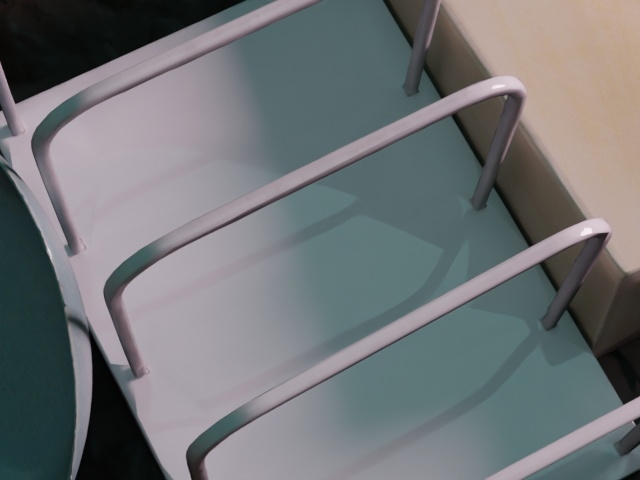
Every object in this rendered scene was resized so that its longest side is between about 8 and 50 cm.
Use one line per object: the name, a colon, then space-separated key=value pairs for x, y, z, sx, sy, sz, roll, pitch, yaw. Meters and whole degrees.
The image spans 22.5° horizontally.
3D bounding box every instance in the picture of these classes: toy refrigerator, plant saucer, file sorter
toy refrigerator: x=0.099 y=-0.090 z=0.750 sx=0.094 sy=0.102 sz=0.269 roll=-26 pitch=67 yaw=-11
plant saucer: x=-0.143 y=0.040 z=0.666 sx=0.037 sy=0.195 sz=0.195 roll=-10 pitch=60 yaw=-42
file sorter: x=0.000 y=0.000 z=0.652 sx=0.193 sy=0.173 sz=0.277 roll=-26 pitch=76 yaw=-11
